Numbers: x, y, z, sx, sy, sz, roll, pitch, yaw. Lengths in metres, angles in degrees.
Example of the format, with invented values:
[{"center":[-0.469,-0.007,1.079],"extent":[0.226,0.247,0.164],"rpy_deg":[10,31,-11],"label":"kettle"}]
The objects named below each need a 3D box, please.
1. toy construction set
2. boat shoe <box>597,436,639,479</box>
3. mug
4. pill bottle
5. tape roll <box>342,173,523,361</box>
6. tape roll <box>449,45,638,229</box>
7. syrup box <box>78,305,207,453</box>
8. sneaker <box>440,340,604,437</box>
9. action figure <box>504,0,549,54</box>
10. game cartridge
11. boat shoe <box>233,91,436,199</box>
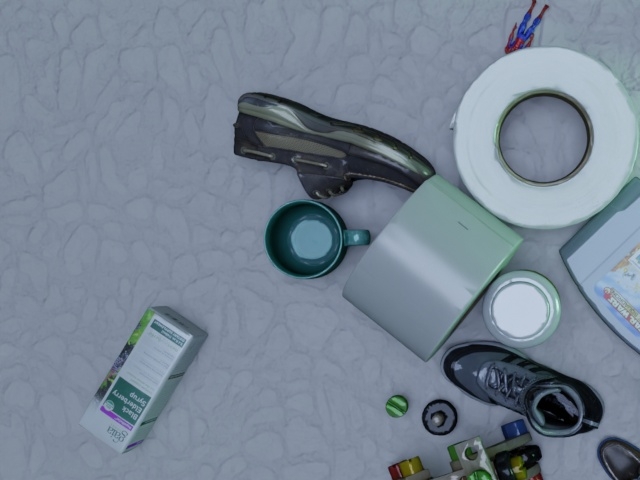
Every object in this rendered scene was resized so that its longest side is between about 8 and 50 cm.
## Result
[{"center":[0.209,0.410,1.774],"extent":[0.257,0.237,0.309],"rpy_deg":[4,90,12],"label":"toy construction set"},{"center":[0.505,0.380,1.800],"extent":[0.183,0.066,0.066],"rpy_deg":[44,97,9],"label":"boat shoe"},{"center":[-0.008,0.005,1.897],"extent":[0.158,0.097,0.129],"rpy_deg":[31,95,10],"label":"mug"},{"center":[0.308,0.103,1.770],"extent":[0.117,0.215,0.117],"rpy_deg":[0,89,11],"label":"pill bottle"},{"center":[0.173,0.043,1.785],"extent":[0.169,0.246,0.246],"rpy_deg":[39,97,9],"label":"tape roll"},{"center":[0.348,-0.160,1.816],"extent":[0.286,0.100,0.286],"rpy_deg":[1,94,10],"label":"tape roll"},{"center":[-0.298,0.233,1.954],"extent":[0.093,0.096,0.237],"rpy_deg":[33,94,10],"label":"syrup box"},{"center":[0.311,0.229,1.798],"extent":[0.268,0.153,0.101],"rpy_deg":[20,93,11],"label":"sneaker"},{"center":[0.327,-0.333,1.870],"extent":[0.038,0.030,0.115],"rpy_deg":[28,97,7],"label":"action figure"},{"center":[0.527,0.072,1.809],"extent":[0.198,0.062,0.297],"rpy_deg":[-45,81,3],"label":"game cartridge"},{"center":[0.016,-0.134,1.892],"extent":[0.355,0.132,0.130],"rpy_deg":[23,103,20],"label":"boat shoe"}]
